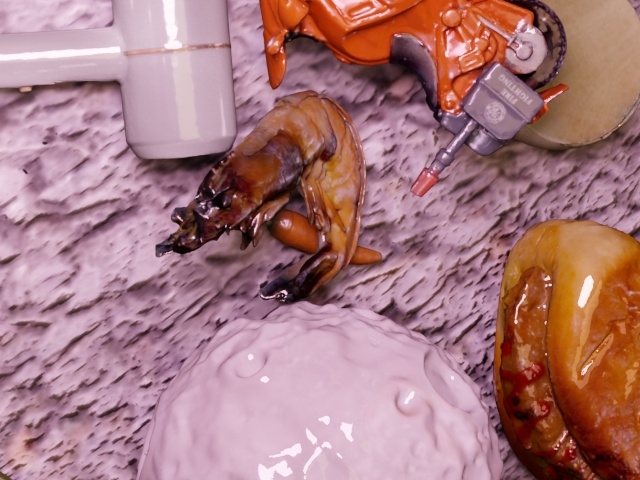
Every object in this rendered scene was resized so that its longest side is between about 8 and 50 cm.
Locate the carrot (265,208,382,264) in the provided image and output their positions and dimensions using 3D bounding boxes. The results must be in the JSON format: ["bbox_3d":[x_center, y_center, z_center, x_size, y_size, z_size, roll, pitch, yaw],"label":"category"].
[{"bbox_3d":[0.000,0.000,1.178,0.142,0.035,0.035,23,88,-24],"label":"carrot"}]

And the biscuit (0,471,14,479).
[{"bbox_3d":[-0.402,0.202,1.061,0.322,0.038,0.099,37,79,-17],"label":"biscuit"}]

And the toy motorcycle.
[{"bbox_3d":[0.069,-0.193,1.078,0.325,0.148,0.221,37,101,-11],"label":"toy motorcycle"}]

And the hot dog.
[{"bbox_3d":[0.319,0.176,1.220,0.405,0.185,0.223,46,79,-16],"label":"hot dog"}]

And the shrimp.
[{"bbox_3d":[-0.037,-0.023,1.097,0.178,0.075,0.289,62,36,-19],"label":"shrimp"}]

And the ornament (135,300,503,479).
[{"bbox_3d":[-0.011,0.221,1.038,0.337,0.337,0.337,-2,96,-18],"label":"ornament"}]

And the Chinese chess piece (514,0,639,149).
[{"bbox_3d":[0.252,-0.190,1.220,0.188,0.083,0.188,-3,99,-19],"label":"Chinese chess piece"}]

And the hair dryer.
[{"bbox_3d":[-0.259,-0.154,1.058,0.357,0.107,0.173,-5,96,-9],"label":"hair dryer"}]
